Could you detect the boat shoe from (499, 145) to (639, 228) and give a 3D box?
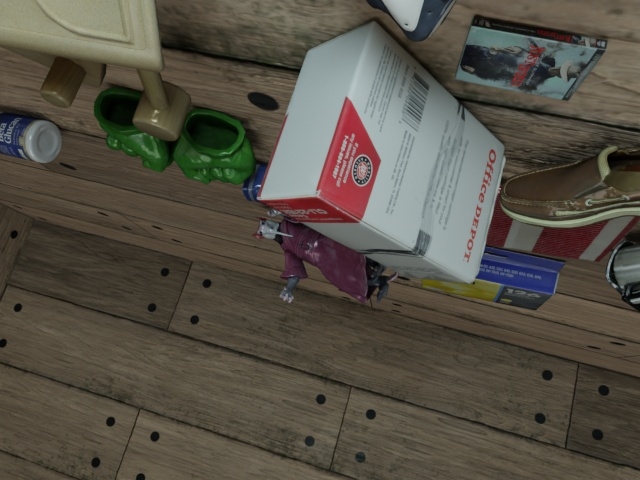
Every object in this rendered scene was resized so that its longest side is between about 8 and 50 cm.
[{"bbox_3d":[0.340,-0.076,0.593,0.258,0.095,0.095,-2,145,36],"label":"boat shoe"}]

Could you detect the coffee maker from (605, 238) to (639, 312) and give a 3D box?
[{"bbox_3d":[0.573,0.054,0.757,0.171,0.120,0.178,19,165,-14],"label":"coffee maker"}]

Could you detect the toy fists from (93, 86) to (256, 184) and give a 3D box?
[{"bbox_3d":[-0.248,-0.168,0.864,0.280,0.096,0.142,14,167,3],"label":"toy fists"}]

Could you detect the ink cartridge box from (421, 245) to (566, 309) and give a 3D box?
[{"bbox_3d":[0.398,0.088,1.207,0.304,0.072,0.307,12,168,18],"label":"ink cartridge box"}]

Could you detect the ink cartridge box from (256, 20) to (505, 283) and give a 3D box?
[{"bbox_3d":[0.088,-0.083,0.593,0.273,0.196,0.114,27,164,-36],"label":"ink cartridge box"}]

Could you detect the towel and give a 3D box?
[{"bbox_3d":[0.327,-0.040,0.841,0.329,0.037,0.237,10,163,17],"label":"towel"}]

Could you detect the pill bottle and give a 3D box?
[{"bbox_3d":[-0.675,-0.232,1.100,0.170,0.094,0.094,13,166,13],"label":"pill bottle"}]

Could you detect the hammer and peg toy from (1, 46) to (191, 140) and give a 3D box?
[{"bbox_3d":[-0.294,-0.252,0.513,0.362,0.127,0.266,21,164,-20],"label":"hammer and peg toy"}]

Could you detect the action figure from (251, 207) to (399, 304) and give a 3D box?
[{"bbox_3d":[0.000,0.000,1.210,0.370,0.247,0.276,24,-147,23],"label":"action figure"}]

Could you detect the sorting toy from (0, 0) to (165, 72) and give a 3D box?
[{"bbox_3d":[-0.268,-0.237,0.336,0.308,0.041,0.229,9,144,-2],"label":"sorting toy"}]

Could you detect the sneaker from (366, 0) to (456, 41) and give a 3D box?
[{"bbox_3d":[0.103,-0.201,0.326,0.235,0.093,0.153,11,167,22],"label":"sneaker"}]

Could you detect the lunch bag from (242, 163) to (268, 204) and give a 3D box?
[{"bbox_3d":[-0.121,-0.112,0.997,0.065,0.067,0.098,16,168,4],"label":"lunch bag"}]

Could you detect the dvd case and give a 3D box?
[{"bbox_3d":[0.199,-0.175,0.486,0.120,0.013,0.087,13,166,8],"label":"dvd case"}]
